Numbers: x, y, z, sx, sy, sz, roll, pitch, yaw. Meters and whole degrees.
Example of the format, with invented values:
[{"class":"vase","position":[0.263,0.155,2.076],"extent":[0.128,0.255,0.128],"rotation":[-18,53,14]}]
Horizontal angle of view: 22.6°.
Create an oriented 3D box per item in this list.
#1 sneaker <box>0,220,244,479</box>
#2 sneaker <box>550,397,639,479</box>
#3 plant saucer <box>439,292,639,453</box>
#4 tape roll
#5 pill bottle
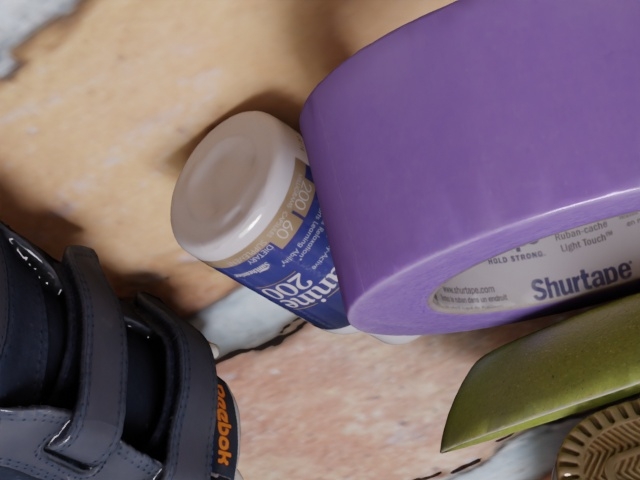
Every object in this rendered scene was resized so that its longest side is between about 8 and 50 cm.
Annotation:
[{"class":"sneaker","position":[-0.107,0.068,0.713],"extent":[0.127,0.126,0.321],"rotation":[-5,152,5]},{"class":"sneaker","position":[0.250,0.140,0.872],"extent":[0.282,0.099,0.153],"rotation":[-5,148,-8]},{"class":"plant saucer","position":[0.162,0.041,0.711],"extent":[0.241,0.037,0.241],"rotation":[-17,170,-3]},{"class":"tape roll","position":[0.092,-0.029,0.594],"extent":[0.189,0.080,0.189],"rotation":[-13,167,-3]},{"class":"pill bottle","position":[0.000,0.000,0.684],"extent":[0.067,0.067,0.120],"rotation":[-33,134,29]}]
